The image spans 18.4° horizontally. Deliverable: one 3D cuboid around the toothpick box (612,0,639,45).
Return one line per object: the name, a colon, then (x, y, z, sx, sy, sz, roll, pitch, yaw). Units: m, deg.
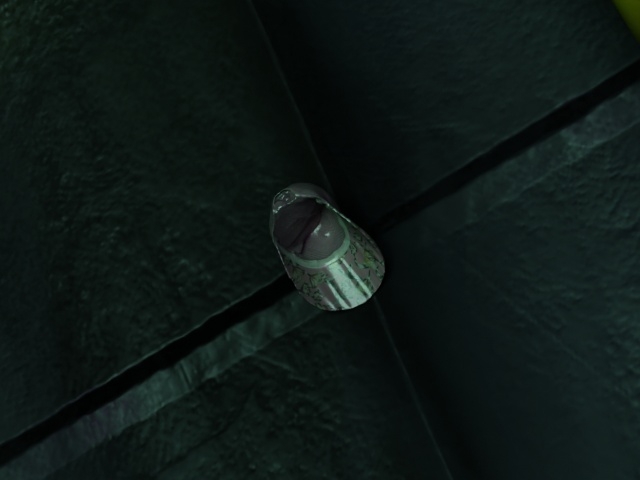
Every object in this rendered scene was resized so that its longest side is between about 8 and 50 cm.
toothpick box: (0.265, -0.229, 1.093, 0.271, 0.175, 0.175, -31, 65, 11)

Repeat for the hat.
hat: (0.002, 0.002, 1.233, 0.087, 0.042, 0.058, 44, 107, -6)
